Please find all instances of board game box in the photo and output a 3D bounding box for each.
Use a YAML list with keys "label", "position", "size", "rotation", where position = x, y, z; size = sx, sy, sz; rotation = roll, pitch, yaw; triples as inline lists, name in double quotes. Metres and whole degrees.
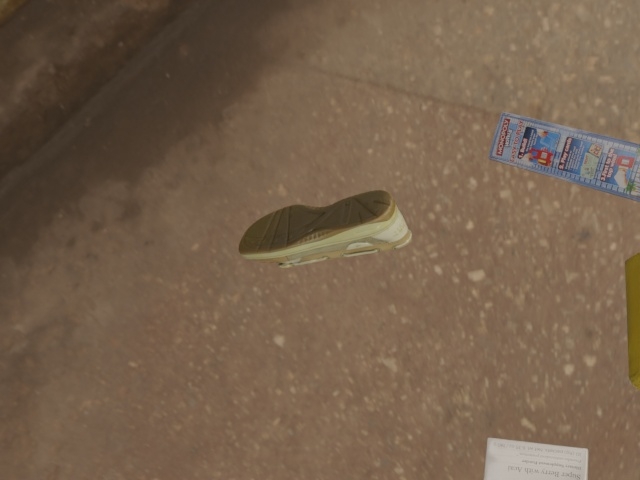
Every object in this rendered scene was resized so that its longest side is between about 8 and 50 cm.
- label: "board game box"
  position: [0.302, -0.092, 1.124]
  size: [0.194, 0.194, 0.060]
  rotation: [20, 99, 28]

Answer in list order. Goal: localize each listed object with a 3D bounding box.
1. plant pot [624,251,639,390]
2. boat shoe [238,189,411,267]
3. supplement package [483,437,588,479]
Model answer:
- label: "plant pot"
  position: [0.516, 0.089, 1.196]
  size: [0.212, 0.187, 0.212]
  rotation: [26, 45, -12]
- label: "boat shoe"
  position: [0.001, -0.002, 0.837]
  size: [0.153, 0.048, 0.056]
  rotation: [-15, 40, 26]
- label: "supplement package"
  position: [0.363, 0.514, 1.708]
  size: [0.177, 0.175, 0.293]
  rotation: [4, 62, 13]
